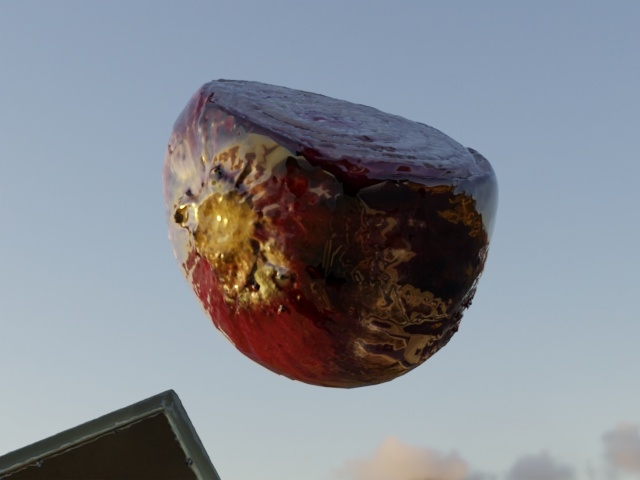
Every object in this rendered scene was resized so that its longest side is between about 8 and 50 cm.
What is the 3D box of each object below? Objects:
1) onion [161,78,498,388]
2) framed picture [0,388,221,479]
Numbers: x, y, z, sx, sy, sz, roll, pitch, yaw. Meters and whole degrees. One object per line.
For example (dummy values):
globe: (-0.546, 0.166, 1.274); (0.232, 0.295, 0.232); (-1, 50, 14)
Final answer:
onion: (0.000, 0.000, 1.086); (0.337, 0.260, 0.282); (24, 23, 31)
framed picture: (-0.183, 0.244, 0.827); (0.274, 0.217, 0.017); (-18, -26, -25)
